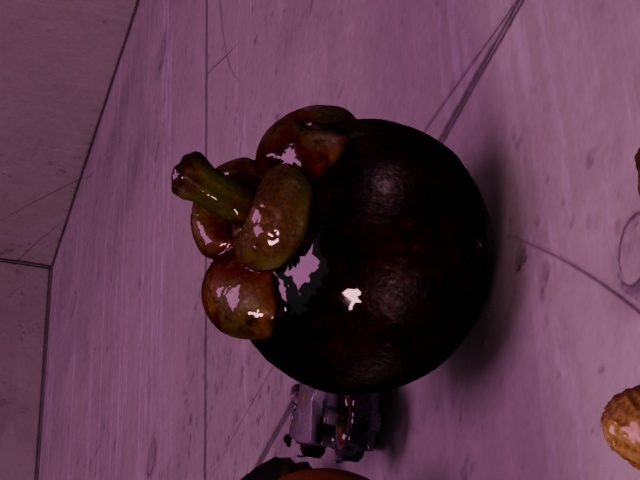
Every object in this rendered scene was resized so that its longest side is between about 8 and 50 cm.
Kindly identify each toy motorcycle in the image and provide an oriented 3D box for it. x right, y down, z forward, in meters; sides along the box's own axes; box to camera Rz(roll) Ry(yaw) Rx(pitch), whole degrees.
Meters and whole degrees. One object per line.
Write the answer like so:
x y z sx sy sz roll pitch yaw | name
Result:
0.009 0.125 1.517 0.215 0.080 0.123 155 122 -77 | toy motorcycle

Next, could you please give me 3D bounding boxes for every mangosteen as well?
0.000 0.000 1.286 0.211 0.250 0.211 -41 36 40 | mangosteen

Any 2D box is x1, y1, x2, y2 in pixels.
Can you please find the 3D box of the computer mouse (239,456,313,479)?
-0.048 0.337 1.538 0.183 0.116 0.323 109 162 -50 | computer mouse

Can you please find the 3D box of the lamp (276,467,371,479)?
-0.019 0.269 1.311 0.223 0.196 0.223 -49 -9 -10 | lamp

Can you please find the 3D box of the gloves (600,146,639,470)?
0.209 0.019 0.691 0.356 0.155 0.203 -76 11 -60 | gloves
